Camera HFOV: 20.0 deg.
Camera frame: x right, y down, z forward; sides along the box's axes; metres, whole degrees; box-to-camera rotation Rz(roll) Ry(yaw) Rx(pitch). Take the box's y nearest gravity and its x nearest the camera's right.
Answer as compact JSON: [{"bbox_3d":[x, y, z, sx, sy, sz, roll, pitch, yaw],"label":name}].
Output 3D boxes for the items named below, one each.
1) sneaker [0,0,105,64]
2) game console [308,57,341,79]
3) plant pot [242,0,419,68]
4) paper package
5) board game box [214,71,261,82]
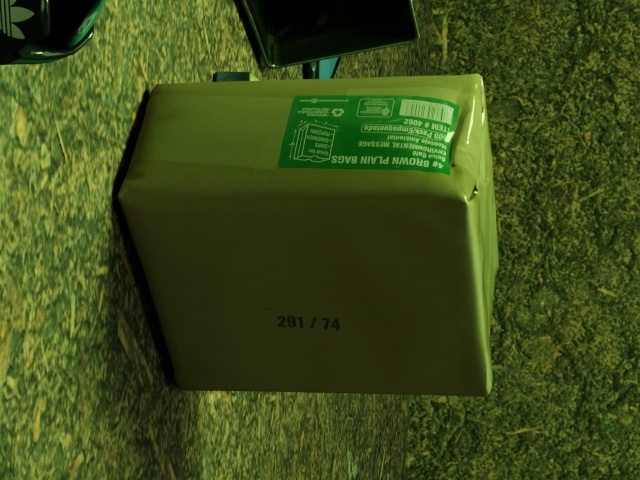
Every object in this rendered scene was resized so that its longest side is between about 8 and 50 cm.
[{"bbox_3d":[-0.189,-0.170,1.211,0.302,0.121,0.108,-63,153,-68],"label":"sneaker"},{"bbox_3d":[0.074,-0.335,2.536,0.173,0.250,0.293,57,25,-23],"label":"game console"},{"bbox_3d":[0.002,-0.331,2.128,0.187,0.188,0.167,69,11,-65],"label":"plant pot"},{"bbox_3d":[0.000,0.000,1.727,0.309,0.324,0.168,78,16,-49],"label":"paper package"},{"bbox_3d":[-0.077,-0.091,2.063,0.243,0.042,0.165,27,65,-79],"label":"board game box"}]
